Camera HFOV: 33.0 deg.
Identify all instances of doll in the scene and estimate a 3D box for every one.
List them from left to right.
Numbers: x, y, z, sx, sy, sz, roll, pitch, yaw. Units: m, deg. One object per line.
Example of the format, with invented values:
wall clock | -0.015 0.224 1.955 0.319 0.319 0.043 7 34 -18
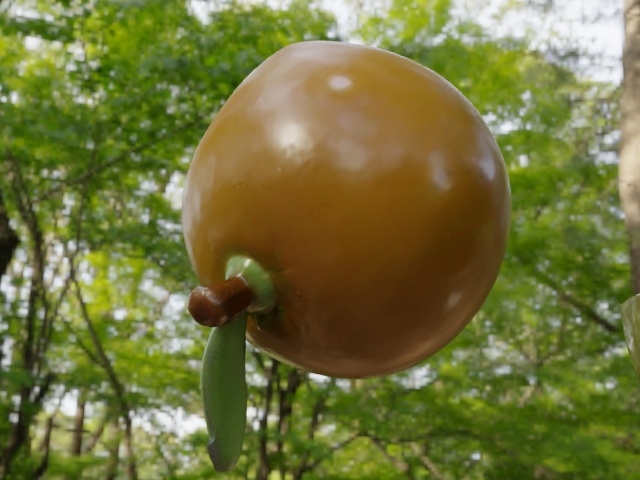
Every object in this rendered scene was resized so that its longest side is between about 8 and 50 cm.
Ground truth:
doll | 0.000 0.000 0.649 0.213 0.213 0.236 -14 20 44

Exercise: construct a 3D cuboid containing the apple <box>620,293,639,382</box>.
apple | 0.309 0.022 0.555 0.291 0.292 0.254 8 -16 -19
